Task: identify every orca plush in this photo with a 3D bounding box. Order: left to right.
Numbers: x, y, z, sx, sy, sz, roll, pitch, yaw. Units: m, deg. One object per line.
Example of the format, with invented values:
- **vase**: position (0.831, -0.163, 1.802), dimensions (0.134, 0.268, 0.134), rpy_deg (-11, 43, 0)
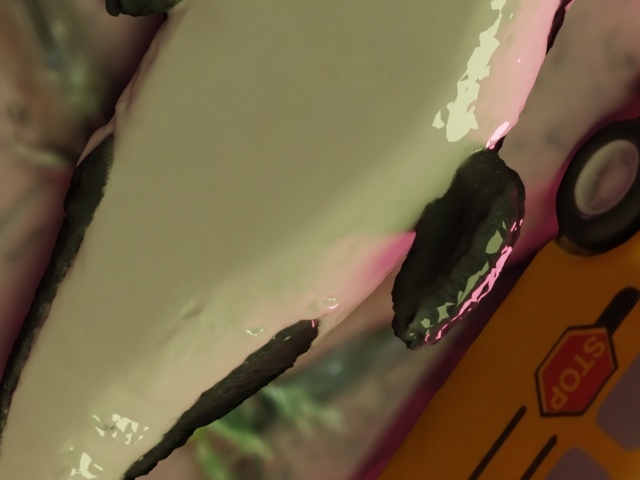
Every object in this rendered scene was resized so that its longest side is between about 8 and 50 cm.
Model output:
- **orca plush**: position (0.000, 0.000, 0.546), dimensions (0.102, 0.151, 0.287), rpy_deg (8, 106, -59)

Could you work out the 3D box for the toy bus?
- **toy bus**: position (0.082, 0.110, 0.605), dimensions (0.108, 0.130, 0.332), rpy_deg (33, 95, -30)
